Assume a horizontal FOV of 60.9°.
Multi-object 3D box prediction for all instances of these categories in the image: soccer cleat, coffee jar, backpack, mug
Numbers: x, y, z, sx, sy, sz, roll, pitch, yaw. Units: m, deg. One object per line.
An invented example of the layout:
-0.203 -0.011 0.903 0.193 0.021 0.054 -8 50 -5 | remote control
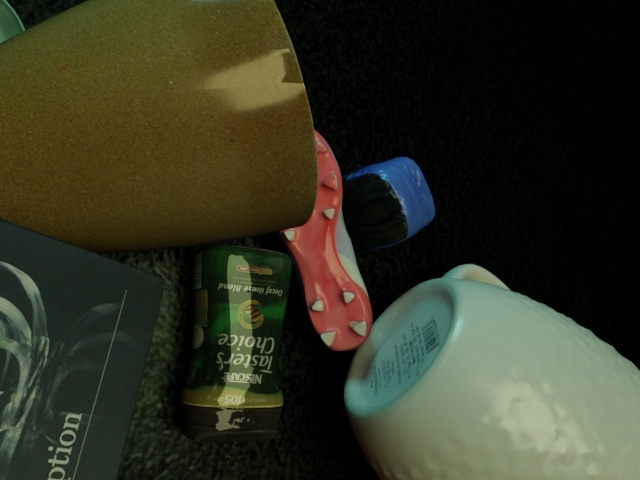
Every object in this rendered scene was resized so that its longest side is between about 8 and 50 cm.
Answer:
0.000 0.000 0.600 0.083 0.095 0.247 -16 87 3 | soccer cleat
-0.082 0.100 0.531 0.096 0.079 0.184 9 78 -30 | coffee jar
0.072 -0.047 0.626 0.101 0.120 0.097 -35 100 -31 | backpack
0.209 0.175 0.616 0.328 0.276 0.374 39 34 -13 | mug

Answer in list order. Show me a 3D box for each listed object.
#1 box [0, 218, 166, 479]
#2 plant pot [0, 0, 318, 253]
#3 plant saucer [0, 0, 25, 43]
-0.293 0.141 0.275 0.313 0.179 0.342 26 60 -37 | box
-0.168 -0.086 0.443 0.255 0.237 0.237 -19 93 -18 | plant pot
-0.316 -0.169 0.462 0.120 0.021 0.119 5 80 -32 | plant saucer
